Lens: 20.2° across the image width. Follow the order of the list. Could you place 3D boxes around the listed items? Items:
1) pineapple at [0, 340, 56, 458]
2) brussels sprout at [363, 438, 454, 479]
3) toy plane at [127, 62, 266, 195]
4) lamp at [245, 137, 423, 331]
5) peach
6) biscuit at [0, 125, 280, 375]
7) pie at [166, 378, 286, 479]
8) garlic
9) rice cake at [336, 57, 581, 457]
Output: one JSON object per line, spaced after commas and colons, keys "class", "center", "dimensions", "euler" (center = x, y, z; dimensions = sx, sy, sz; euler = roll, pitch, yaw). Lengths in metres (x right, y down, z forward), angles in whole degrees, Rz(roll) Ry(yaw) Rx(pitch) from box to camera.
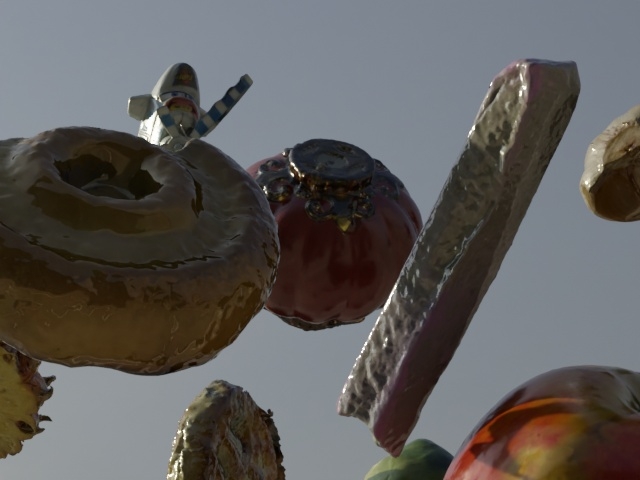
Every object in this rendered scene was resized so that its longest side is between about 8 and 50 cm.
{"class": "pineapple", "center": [-0.361, 0.122, 2.091], "dimensions": [0.140, 0.249, 0.164], "euler": [-8, 21, 31]}
{"class": "brussels sprout", "center": [0.130, 0.332, 2.354], "dimensions": [0.149, 0.152, 0.122], "euler": [-34, -23, -55]}
{"class": "toy plane", "center": [-0.149, -0.028, 1.693], "dimensions": [0.182, 0.273, 0.107], "euler": [-6, 12, -19]}
{"class": "lamp", "center": [0.000, 0.000, 1.947], "dimensions": [0.227, 0.226, 0.227], "euler": [-11, -24, -5]}
{"class": "peach", "center": [0.274, 0.299, 1.575], "dimensions": [0.388, 0.388, 0.388], "euler": [-11, -24, -5]}
{"class": "biscuit", "center": [-0.146, 0.000, 1.261], "dimensions": [0.274, 0.213, 0.091], "euler": [-1, -52, -35]}
{"class": "pie", "center": [-0.122, 0.323, 2.286], "dimensions": [0.092, 0.315, 0.315], "euler": [0, -20, 18]}
{"class": "garlic", "center": [0.275, -0.071, 1.605], "dimensions": [0.113, 0.074, 0.094], "euler": [-51, -38, 8]}
{"class": "rice cake", "center": [0.116, 0.014, 1.580], "dimensions": [0.070, 0.064, 0.399], "euler": [3, -61, -48]}
